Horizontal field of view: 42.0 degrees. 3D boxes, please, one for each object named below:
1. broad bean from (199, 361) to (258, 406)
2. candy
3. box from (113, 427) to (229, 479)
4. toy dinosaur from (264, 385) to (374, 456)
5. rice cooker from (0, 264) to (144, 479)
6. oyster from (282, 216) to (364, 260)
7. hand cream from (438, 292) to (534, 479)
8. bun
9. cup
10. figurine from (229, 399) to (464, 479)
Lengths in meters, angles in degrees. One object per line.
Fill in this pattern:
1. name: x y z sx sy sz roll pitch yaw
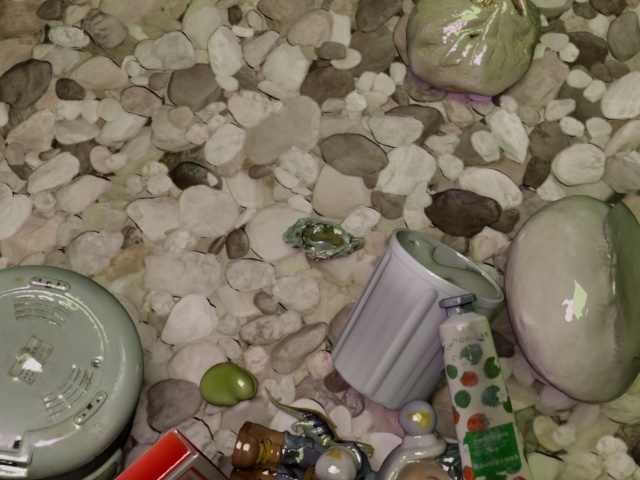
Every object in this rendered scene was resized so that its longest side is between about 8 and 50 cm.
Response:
1. broad bean: -0.132 0.206 1.190 0.083 0.045 0.063 -1 81 10
2. candy: 0.344 0.078 1.120 0.185 0.295 0.295 -6 66 35
3. box: -0.190 0.315 1.051 0.123 0.229 0.050 -42 67 -15
4. toy dinosaur: -0.014 0.268 1.168 0.180 0.037 0.058 32 59 6
5. rice cooker: -0.367 0.196 1.077 0.289 0.277 0.288 7 61 -12
6. oyster: 0.001 -0.001 1.270 0.098 0.037 0.100 -29 50 -28
7. hand cream: 0.190 0.200 0.977 0.096 0.059 0.275 -12 85 -8
8. bun: 0.247 -0.343 1.330 0.231 0.133 0.230 0 68 0
9. cup: 0.144 0.118 1.127 0.221 0.167 0.202 22 109 -24
10. figurine: 0.073 0.324 1.056 0.382 0.186 0.260 12 102 2
